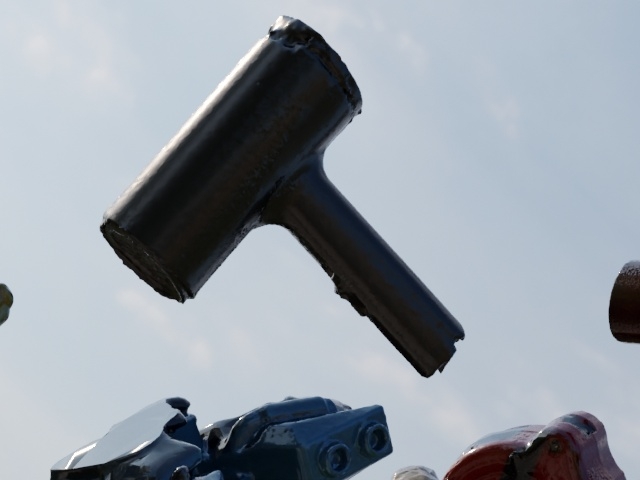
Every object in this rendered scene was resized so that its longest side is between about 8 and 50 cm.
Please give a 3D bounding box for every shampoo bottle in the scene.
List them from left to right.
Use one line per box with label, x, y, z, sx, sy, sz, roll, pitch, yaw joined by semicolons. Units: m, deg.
shampoo bottle;0.441;0.074;2.087;0.064;0.102;0.260;24;-13;-37

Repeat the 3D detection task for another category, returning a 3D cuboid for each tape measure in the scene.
tape measure;0.258;0.340;2.193;0.260;0.114;0.253;-24;-93;31

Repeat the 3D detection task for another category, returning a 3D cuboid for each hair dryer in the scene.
hair dryer;0.000;0.000;1.283;0.251;0.197;0.089;43;-15;-5

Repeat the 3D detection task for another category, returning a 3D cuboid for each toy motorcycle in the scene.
toy motorcycle;-0.101;0.239;1.650;0.232;0.416;0.172;2;-72;51

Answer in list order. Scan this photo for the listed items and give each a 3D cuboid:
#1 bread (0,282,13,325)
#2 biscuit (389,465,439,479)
bread;-0.308;0.067;1.639;0.034;0.088;0.049;11;-44;44
biscuit;0.130;0.435;2.632;0.091;0.274;0.213;-3;-44;8
